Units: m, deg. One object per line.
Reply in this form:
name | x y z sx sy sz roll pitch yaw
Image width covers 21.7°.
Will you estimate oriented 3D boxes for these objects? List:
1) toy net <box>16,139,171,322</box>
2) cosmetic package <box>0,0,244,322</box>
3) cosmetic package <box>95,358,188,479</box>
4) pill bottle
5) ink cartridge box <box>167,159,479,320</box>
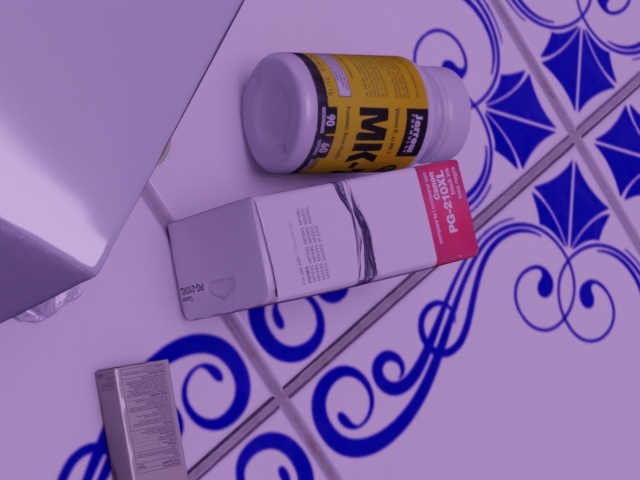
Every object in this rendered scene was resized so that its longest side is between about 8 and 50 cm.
toy net | -0.229 -0.038 1.515 0.122 0.045 0.232 34 65 -24
cosmetic package | -0.300 -0.153 1.267 0.329 0.393 0.327 34 65 -18
cosmetic package | -0.163 0.170 1.525 0.060 0.041 0.115 -6 85 -34
pill bottle | 0.039 -0.126 1.662 0.208 0.119 0.119 -3 83 -33
ink cartridge box | 0.000 0.000 1.582 0.237 0.172 0.100 -12 88 -34
